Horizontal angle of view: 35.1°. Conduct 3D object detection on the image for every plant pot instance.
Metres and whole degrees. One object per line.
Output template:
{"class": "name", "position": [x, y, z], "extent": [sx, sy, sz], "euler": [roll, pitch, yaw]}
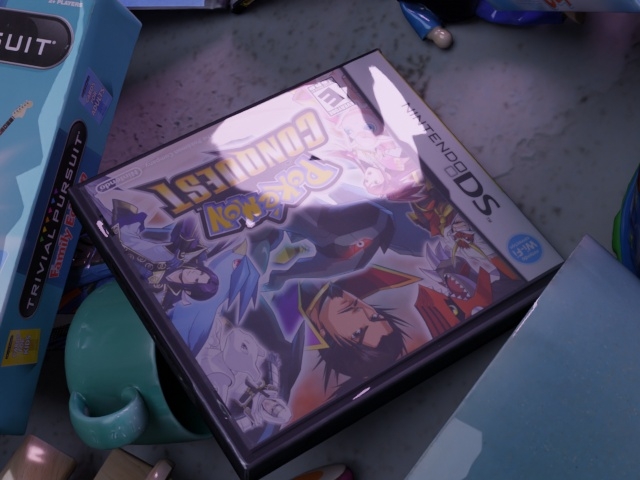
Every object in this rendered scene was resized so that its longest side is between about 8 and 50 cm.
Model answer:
{"class": "plant pot", "position": [0.155, 0.182, 0.554], "extent": [0.235, 0.293, 0.293], "euler": [37, 91, 12]}

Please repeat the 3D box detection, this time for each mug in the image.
{"class": "mug", "position": [-0.138, 0.088, 0.757], "extent": [0.097, 0.158, 0.129], "euler": [-8, 79, 23]}

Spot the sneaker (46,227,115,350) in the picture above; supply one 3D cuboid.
{"class": "sneaker", "position": [-0.198, 0.041, 0.844], "extent": [0.221, 0.087, 0.083], "euler": [-22, 37, 5]}

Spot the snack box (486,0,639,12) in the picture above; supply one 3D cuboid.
{"class": "snack box", "position": [0.249, -0.277, 0.655], "extent": [0.322, 0.060, 0.187], "euler": [-46, 21, -4]}

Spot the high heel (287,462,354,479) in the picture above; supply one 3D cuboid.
{"class": "high heel", "position": [-0.049, 0.272, 0.732], "extent": [0.244, 0.082, 0.117], "euler": [-40, 95, -7]}

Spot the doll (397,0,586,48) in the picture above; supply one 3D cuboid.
{"class": "doll", "position": [0.118, -0.215, 0.799], "extent": [0.189, 0.046, 0.129], "euler": [10, 88, 26]}

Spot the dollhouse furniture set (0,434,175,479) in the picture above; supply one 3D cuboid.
{"class": "dollhouse furniture set", "position": [-0.319, 0.188, 0.664], "extent": [0.356, 0.174, 0.303], "euler": [29, 54, 3]}

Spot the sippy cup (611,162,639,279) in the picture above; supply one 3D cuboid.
{"class": "sippy cup", "position": [0.283, -0.022, 0.583], "extent": [0.305, 0.224, 0.240], "euler": [30, 88, 25]}

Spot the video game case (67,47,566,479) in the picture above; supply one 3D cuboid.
{"class": "video game case", "position": [0.000, 0.000, 0.723], "extent": [0.275, 0.035, 0.248], "euler": [-27, 64, -20]}

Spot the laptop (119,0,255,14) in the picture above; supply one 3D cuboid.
{"class": "laptop", "position": [-0.134, -0.410, 0.840], "extent": [0.408, 0.236, 0.382], "euler": [-21, 65, 50]}

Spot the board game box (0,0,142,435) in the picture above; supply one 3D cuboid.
{"class": "board game box", "position": [-0.309, -0.045, 0.783], "extent": [0.254, 0.079, 0.336], "euler": [11, 80, 17]}
